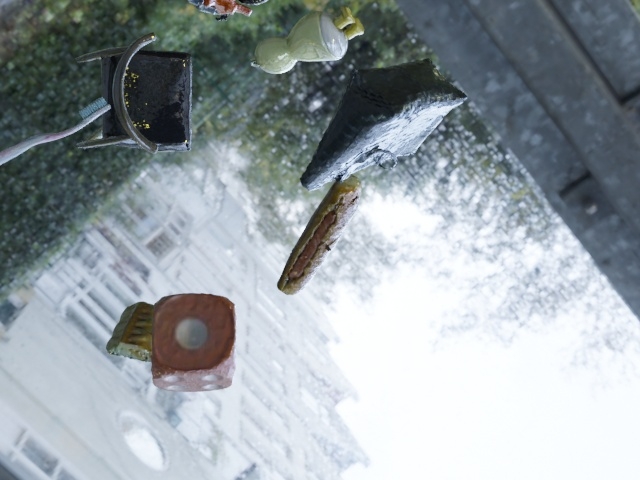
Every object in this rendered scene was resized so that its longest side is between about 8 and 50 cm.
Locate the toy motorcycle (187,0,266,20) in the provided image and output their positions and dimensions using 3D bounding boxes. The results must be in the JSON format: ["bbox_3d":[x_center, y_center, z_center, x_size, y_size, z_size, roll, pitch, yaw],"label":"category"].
[{"bbox_3d":[-0.180,-0.525,1.315,0.148,0.222,0.325,148,-59,-71],"label":"toy motorcycle"}]

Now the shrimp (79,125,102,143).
[{"bbox_3d":[-0.524,-0.269,1.990,0.166,0.049,0.161,-28,-160,4],"label":"shrimp"}]

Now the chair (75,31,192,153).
[{"bbox_3d":[-0.299,-0.236,1.373,0.166,0.188,0.272,-1,-176,-29],"label":"chair"}]

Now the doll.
[{"bbox_3d":[-0.045,-0.480,1.966,0.297,0.141,0.117,-8,-105,26],"label":"doll"}]

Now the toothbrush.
[{"bbox_3d":[-0.432,-0.140,1.207,0.269,0.027,0.021,-29,-177,1],"label":"toothbrush"}]

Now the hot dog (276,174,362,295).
[{"bbox_3d":[-0.002,-0.003,1.440,0.088,0.061,0.285,-52,176,-47],"label":"hot dog"}]

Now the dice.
[{"bbox_3d":[-0.261,0.219,1.699,0.179,0.174,0.174,101,-14,-62],"label":"dice"}]

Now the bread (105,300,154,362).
[{"bbox_3d":[-0.445,0.218,1.992,0.128,0.087,0.232,2,-161,-1],"label":"bread"}]

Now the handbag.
[{"bbox_3d":[0.090,-0.158,1.139,0.270,0.088,0.175,-22,152,-45],"label":"handbag"}]
